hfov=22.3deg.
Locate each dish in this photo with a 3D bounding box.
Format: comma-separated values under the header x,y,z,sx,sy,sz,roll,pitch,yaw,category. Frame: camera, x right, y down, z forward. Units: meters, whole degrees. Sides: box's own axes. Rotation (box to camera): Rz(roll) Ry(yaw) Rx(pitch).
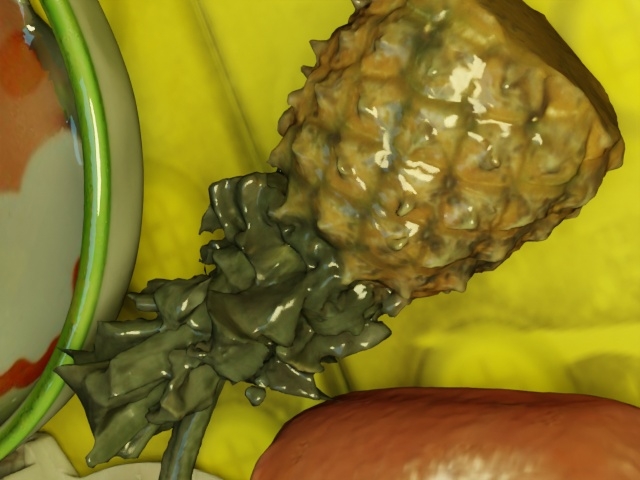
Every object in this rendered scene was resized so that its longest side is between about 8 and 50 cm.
x,y,z,sx,sy,sz,roll,pitch,yaw,category
-0.206,-0.038,0.816,0.324,0.124,0.324,4,98,28,dish

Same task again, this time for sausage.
x,y,z,sx,sy,sz,roll,pitch,yaw,category
0.071,0.128,0.660,0.254,0.148,0.148,-2,101,41,sausage

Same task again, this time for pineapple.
x,y,z,sx,sy,sz,roll,pitch,yaw,category
-0.001,-0.001,0.654,0.248,0.128,0.128,-42,77,14,pineapple

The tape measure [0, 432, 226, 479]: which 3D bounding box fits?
x,y,z,sx,sy,sz,roll,pitch,yaw,category
-0.097,0.237,0.809,0.265,0.130,0.258,-2,99,33,tape measure
